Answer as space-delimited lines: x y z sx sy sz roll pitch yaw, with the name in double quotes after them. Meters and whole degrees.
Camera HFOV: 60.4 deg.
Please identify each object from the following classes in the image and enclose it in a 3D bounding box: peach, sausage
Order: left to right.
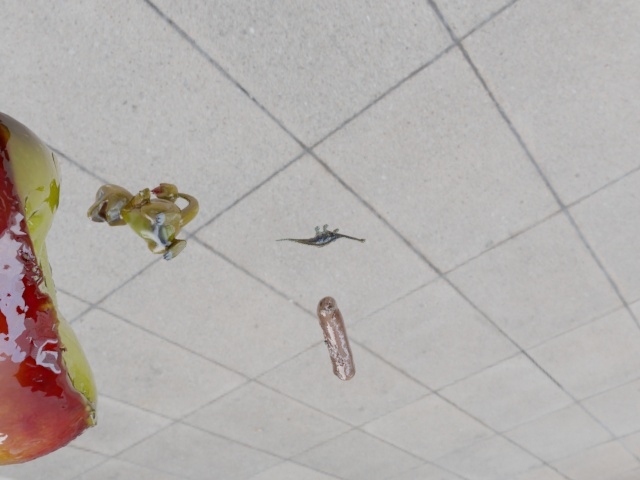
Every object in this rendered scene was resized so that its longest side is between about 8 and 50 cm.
-0.367 0.053 0.541 0.242 0.306 0.380 -8 112 -27 "peach"
0.022 0.134 0.760 0.036 0.042 0.158 -35 132 -25 "sausage"

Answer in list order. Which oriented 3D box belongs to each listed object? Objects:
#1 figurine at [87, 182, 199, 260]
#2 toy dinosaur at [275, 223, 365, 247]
-0.276 -0.054 0.873 0.176 0.122 0.121 18 134 18 "figurine"
0.000 -0.008 1.120 0.180 0.058 0.037 -8 116 0 "toy dinosaur"
